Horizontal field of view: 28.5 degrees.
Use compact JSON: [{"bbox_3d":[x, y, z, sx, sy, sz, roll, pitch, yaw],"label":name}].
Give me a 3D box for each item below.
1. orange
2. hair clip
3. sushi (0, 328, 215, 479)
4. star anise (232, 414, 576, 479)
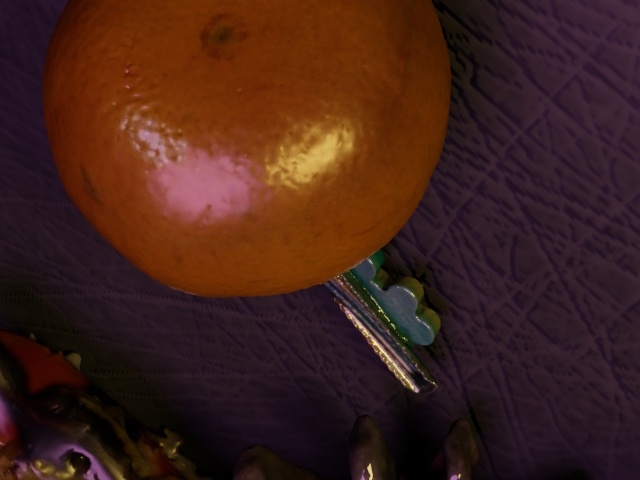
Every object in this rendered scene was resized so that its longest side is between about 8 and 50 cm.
[{"bbox_3d":[-0.027,-0.053,0.486,0.156,0.156,0.124,23,166,14],"label":"orange"},{"bbox_3d":[0.001,-0.001,0.570,0.173,0.049,0.049,46,129,-11],"label":"hair clip"},{"bbox_3d":[-0.133,0.128,0.691,0.226,0.103,0.097,42,99,1],"label":"sushi"},{"bbox_3d":[0.048,0.185,0.612,0.258,0.110,0.198,31,118,-8],"label":"star anise"}]
